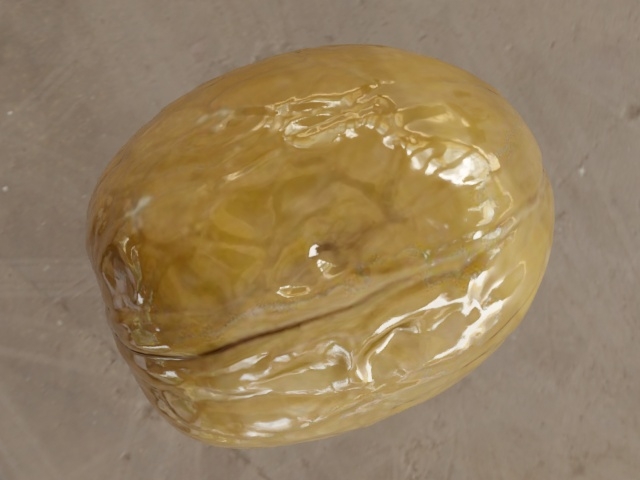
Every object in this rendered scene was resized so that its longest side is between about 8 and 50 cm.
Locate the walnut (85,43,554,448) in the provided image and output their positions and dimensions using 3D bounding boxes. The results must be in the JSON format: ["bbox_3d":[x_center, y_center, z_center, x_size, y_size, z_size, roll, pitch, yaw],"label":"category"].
[{"bbox_3d":[0.000,0.000,0.470,0.197,0.165,0.165,-28,100,0],"label":"walnut"}]
